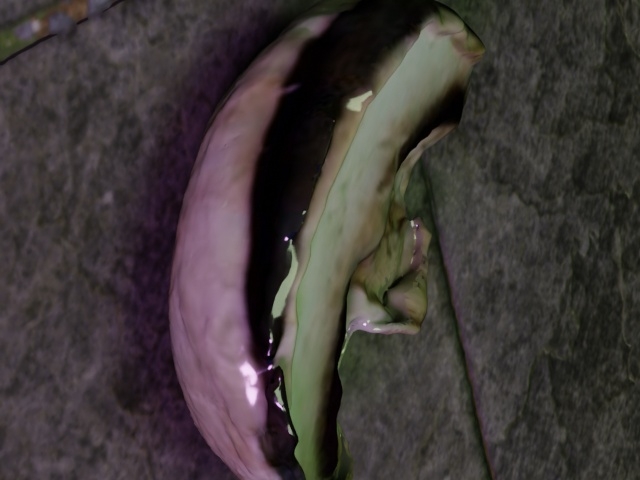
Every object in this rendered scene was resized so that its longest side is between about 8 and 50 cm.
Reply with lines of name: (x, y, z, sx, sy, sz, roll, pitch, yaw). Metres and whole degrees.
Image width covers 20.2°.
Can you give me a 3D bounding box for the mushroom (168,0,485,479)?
mushroom: (-0.002, 0.001, 1.136, 0.247, 0.130, 0.344, 26, 77, -66)
